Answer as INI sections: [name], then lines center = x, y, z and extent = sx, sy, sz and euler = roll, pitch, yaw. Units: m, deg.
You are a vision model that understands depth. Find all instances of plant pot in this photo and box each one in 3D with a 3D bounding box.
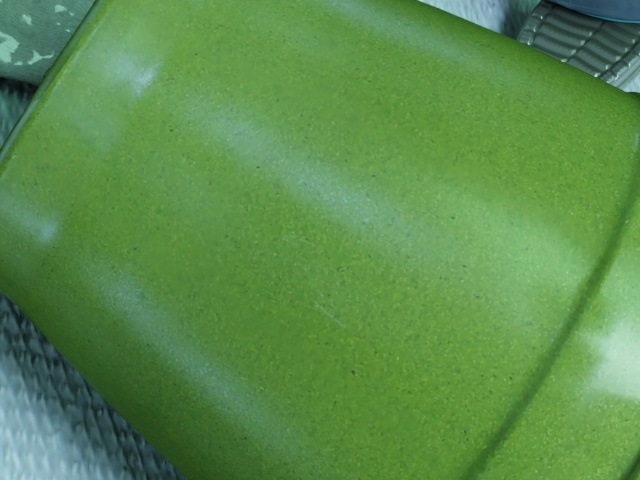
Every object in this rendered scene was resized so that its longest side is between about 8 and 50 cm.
[plant pot]
center = 0.000, 0.000, 0.907
extent = 0.353, 0.366, 0.366
euler = 33, 53, -6

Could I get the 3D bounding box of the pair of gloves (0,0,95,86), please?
[pair of gloves]
center = -0.190, -0.212, 1.032
extent = 0.204, 0.042, 0.240
euler = 32, 55, -21

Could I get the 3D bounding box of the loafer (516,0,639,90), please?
[loafer]
center = 0.244, -0.182, 1.306
extent = 0.102, 0.092, 0.268
euler = 31, 63, 19

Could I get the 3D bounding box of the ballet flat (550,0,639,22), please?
[ballet flat]
center = 0.189, -0.222, 1.235
extent = 0.203, 0.074, 0.074
euler = 15, 54, 10
